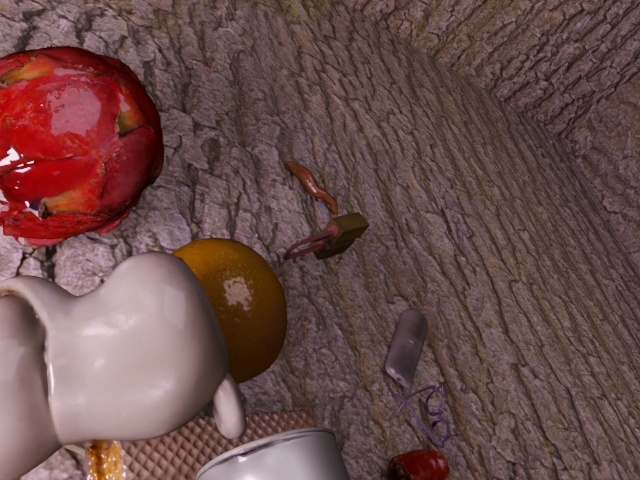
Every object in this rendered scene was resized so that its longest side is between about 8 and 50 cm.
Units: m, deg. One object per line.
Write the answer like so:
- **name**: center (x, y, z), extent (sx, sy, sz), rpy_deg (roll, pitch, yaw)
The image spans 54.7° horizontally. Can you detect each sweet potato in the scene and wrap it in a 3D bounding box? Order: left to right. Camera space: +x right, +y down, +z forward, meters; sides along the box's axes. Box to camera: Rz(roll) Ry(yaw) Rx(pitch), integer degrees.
- **sweet potato**: center (-0.018, -0.132, 1.498), extent (0.179, 0.044, 0.044), rpy_deg (44, 35, 2)

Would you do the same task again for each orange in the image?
- **orange**: center (-0.158, 0.110, 0.950), extent (0.236, 0.236, 0.236), rpy_deg (27, 39, -23)

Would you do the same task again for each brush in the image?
- **brush**: center (0.000, 0.000, 1.325), extent (0.233, 0.103, 0.047), rpy_deg (-15, 63, -50)

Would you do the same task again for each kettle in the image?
- **kettle**: center (-0.006, 0.419, 0.764), extent (0.265, 0.205, 0.318), rpy_deg (17, 41, -47)

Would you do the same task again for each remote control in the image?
- **remote control**: center (0.196, 0.223, 1.339), extent (0.073, 0.044, 0.229), rpy_deg (43, 34, -7)

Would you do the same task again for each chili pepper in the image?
- **chili pepper**: center (0.177, 0.415, 1.105), extent (0.123, 0.073, 0.070), rpy_deg (2, 95, -42)

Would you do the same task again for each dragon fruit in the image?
- **dragon fruit**: center (-0.395, -0.145, 0.927), extent (0.295, 0.295, 0.301), rpy_deg (42, 54, -3)

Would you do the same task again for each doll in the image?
- **doll**: center (-0.276, 0.142, 0.708), extent (0.370, 0.215, 0.226), rpy_deg (-5, 67, -22)

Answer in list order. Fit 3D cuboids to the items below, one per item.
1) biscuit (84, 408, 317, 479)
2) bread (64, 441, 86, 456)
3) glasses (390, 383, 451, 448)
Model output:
- **biscuit**: center (-0.144, 0.299, 0.890), extent (0.379, 0.054, 0.094), rpy_deg (11, 51, -43)
- **bread**: center (-0.322, 0.240, 0.817), extent (0.154, 0.028, 0.068), rpy_deg (32, 37, -18)
- **glasses**: center (0.194, 0.330, 1.213), extent (0.104, 0.062, 0.140), rpy_deg (28, 37, -20)
